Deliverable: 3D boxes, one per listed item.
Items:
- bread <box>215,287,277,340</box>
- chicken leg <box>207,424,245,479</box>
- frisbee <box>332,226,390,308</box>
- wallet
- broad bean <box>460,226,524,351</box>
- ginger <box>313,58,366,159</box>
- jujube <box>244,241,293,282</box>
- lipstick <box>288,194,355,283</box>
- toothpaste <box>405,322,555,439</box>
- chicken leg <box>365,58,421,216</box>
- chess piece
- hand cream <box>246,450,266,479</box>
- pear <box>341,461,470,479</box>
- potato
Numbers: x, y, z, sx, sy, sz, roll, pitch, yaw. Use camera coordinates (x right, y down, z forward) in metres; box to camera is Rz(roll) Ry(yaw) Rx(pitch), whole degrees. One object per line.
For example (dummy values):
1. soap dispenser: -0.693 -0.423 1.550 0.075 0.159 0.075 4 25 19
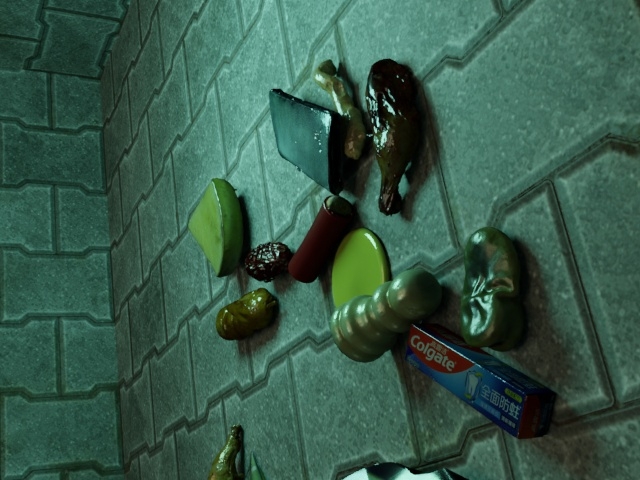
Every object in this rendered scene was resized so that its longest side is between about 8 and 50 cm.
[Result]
1. bread: -0.204 0.202 2.186 0.344 0.084 0.124 -31 62 57
2. chicken leg: -0.255 0.628 2.253 0.085 0.101 0.207 141 148 -65
3. frisbee: 0.082 0.087 1.727 0.236 0.017 0.236 -6 83 61
4. wallet: -0.039 -0.243 1.880 0.379 0.046 0.190 -140 42 -61
5. broad bean: 0.280 0.085 1.315 0.153 0.072 0.206 -39 42 52
6. ginger: 0.044 -0.300 1.783 0.288 0.075 0.089 68 148 32
7. jujube: -0.132 0.049 2.063 0.166 0.104 0.104 -24 66 46
8. lipstick: 0.000 0.000 1.824 0.241 0.080 0.080 -60 39 41
9. toothpaste: 0.258 0.227 1.335 0.320 0.066 0.076 27 112 59
10. chicken leg: 0.135 -0.218 1.600 0.177 0.083 0.322 123 142 -57
11. chess piece: 0.135 0.136 1.517 0.243 0.133 0.133 -40 53 48
12. hand cream: -0.166 0.664 2.120 0.235 0.055 0.086 -133 52 -63
13. pear: 0.128 0.574 1.344 0.165 0.399 0.399 55 163 -23
14. potato: -0.285 -0.007 2.333 0.269 0.112 0.255 -54 46 50
